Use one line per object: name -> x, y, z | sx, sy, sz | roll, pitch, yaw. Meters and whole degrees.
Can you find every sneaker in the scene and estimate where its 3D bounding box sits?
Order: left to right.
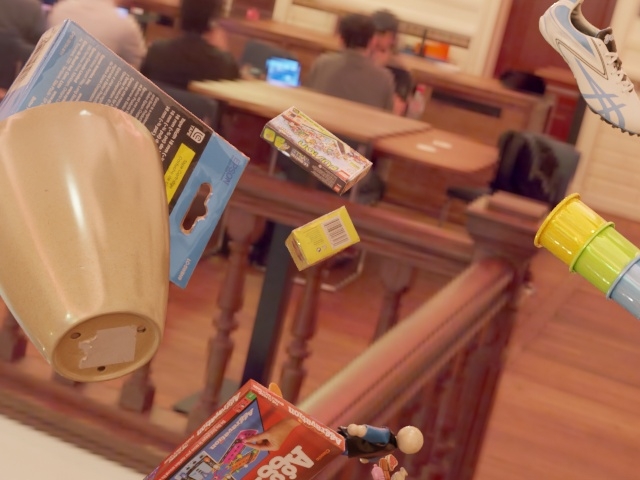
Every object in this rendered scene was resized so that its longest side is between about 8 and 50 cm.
sneaker -> 0.420, -0.259, 1.750 | 0.237, 0.086, 0.085 | 54, 39, 2

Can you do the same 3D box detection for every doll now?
doll -> 0.046, 0.274, 1.605 | 0.189, 0.046, 0.129 | 1, -29, 6

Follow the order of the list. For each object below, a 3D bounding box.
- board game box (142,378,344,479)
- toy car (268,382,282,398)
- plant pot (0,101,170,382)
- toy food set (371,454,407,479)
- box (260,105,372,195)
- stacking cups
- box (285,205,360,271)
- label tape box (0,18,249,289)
board game box -> -0.116, 0.292, 1.423 | 0.145, 0.281, 0.027 | 35, 27, -22
toy car -> -0.086, 0.378, 2.103 | 0.219, 0.238, 0.210 | 1, -22, 30
plant pot -> -0.278, 0.022, 1.381 | 0.257, 0.256, 0.274 | 4, 43, -32
toy food set -> 0.119, 0.412, 2.035 | 0.078, 0.019, 0.122 | 54, 30, -10
box -> -0.008, -0.183, 2.370 | 0.207, 0.036, 0.114 | 37, 38, 10
stacking cups -> 0.440, 0.062, 1.576 | 0.316, 0.096, 0.096 | 39, 24, 22
box -> 0.000, 0.000, 1.747 | 0.087, 0.058, 0.232 | -26, -2, -7
label tape box -> -0.295, -0.109, 1.650 | 0.334, 0.240, 0.106 | 38, -28, -26
